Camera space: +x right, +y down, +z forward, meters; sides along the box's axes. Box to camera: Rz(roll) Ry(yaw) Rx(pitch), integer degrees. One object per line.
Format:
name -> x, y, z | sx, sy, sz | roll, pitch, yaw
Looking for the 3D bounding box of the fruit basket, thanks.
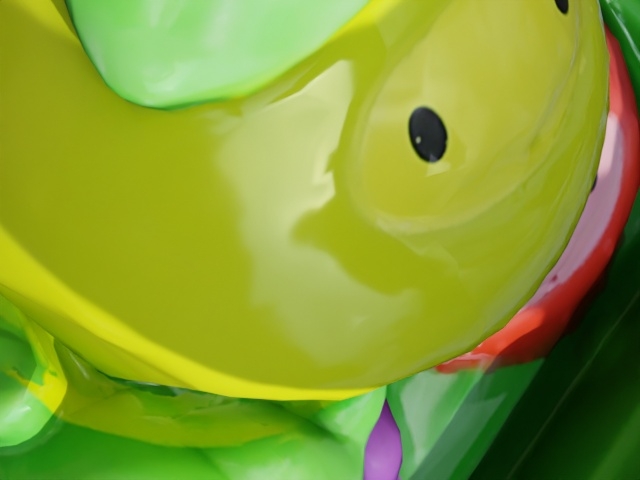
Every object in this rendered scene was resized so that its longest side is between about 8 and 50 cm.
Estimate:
fruit basket -> 0.000, 0.000, 0.513 | 0.392, 0.283, 0.392 | -48, -173, 8
